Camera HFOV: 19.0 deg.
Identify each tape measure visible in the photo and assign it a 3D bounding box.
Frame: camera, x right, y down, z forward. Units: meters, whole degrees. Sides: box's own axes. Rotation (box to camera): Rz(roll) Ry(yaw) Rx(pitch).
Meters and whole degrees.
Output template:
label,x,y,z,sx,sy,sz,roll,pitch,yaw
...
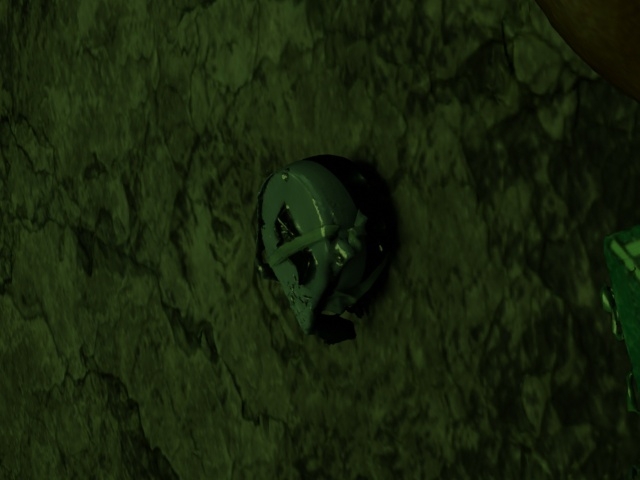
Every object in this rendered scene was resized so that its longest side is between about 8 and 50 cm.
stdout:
label,x,y,z,sx,sy,sz,roll,pitch,yaw
tape measure,0.000,-0.002,1.090,0.091,0.054,0.094,51,142,36

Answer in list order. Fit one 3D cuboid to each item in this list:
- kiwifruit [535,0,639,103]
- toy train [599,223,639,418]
label,x,y,z,sx,sy,sz,roll,pitch,yaw
kiwifruit,0.153,-0.124,0.563,0.196,0.234,0.196,173,90,-67
toy train,0.194,0.086,0.673,0.154,0.115,0.270,-23,78,57
